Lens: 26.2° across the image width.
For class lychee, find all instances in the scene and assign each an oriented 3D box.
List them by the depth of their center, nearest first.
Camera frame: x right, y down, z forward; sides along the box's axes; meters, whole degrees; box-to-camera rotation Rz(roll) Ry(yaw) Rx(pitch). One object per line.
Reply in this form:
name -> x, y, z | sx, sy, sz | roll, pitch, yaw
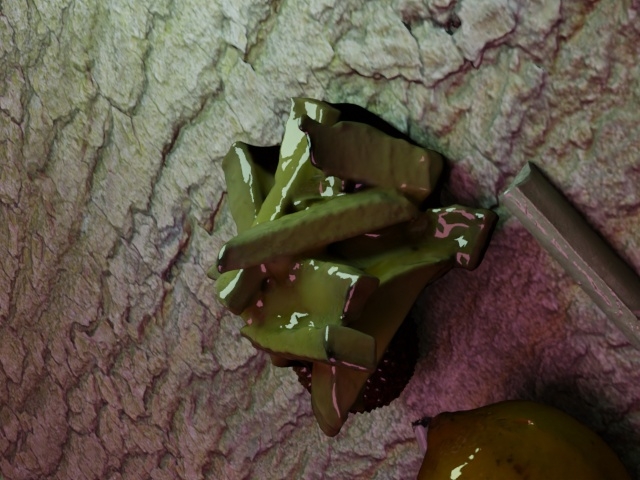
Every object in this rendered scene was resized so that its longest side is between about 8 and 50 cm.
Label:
lychee -> 0.048, 0.136, 1.846 | 0.188, 0.188, 0.188 | 28, 133, 34

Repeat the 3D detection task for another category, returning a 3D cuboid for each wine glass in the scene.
wine glass -> 0.155, 0.291, 1.941 | 0.039, 0.042, 0.083 | -22, 95, 15

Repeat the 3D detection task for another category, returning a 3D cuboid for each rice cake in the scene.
rice cake -> 0.303, 0.018, 1.569 | 0.256, 0.057, 0.052 | 49, 159, 13

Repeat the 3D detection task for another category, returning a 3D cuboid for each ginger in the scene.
ginger -> 0.000, 0.000, 1.670 | 0.358, 0.211, 0.413 | -39, 66, 22

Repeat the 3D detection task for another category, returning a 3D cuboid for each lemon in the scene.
lemon -> 0.249, 0.325, 1.670 | 0.310, 0.258, 0.258 | 45, 141, 10
